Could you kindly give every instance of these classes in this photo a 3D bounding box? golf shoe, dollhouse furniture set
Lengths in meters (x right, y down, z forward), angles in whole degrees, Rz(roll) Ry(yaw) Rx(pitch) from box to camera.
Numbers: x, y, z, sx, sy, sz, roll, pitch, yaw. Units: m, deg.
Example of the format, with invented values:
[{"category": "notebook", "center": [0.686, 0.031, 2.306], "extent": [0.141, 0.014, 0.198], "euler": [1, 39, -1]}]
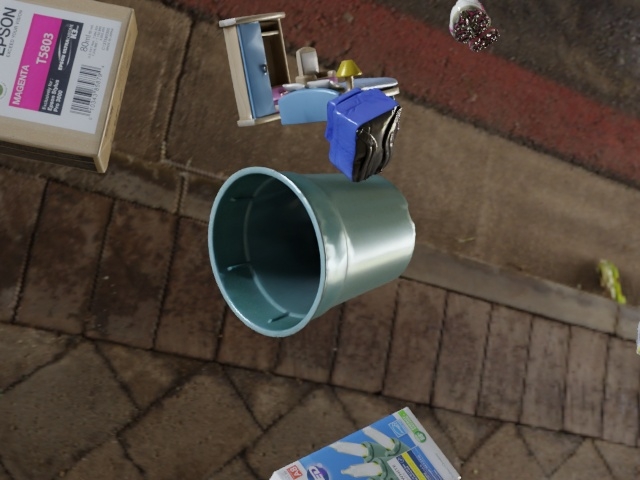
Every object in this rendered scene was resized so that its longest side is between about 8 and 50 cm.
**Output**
[{"category": "golf shoe", "center": [0.250, -0.382, 1.519], "extent": [0.086, 0.067, 0.186], "euler": [62, 17, 10]}, {"category": "dollhouse furniture set", "center": [0.015, -0.335, 1.635], "extent": [0.286, 0.303, 0.198], "euler": [-23, 109, -46]}]

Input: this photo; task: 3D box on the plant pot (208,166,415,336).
[{"category": "plant pot", "center": [0.000, 0.000, 1.856], "extent": [0.334, 0.341, 0.341], "euler": [-12, 88, -45]}]

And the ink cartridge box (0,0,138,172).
[{"category": "ink cartridge box", "center": [-0.382, -0.233, 1.271], "extent": [0.193, 0.088, 0.234], "euler": [10, 76, -6]}]

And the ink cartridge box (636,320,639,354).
[{"category": "ink cartridge box", "center": [0.566, 0.068, 1.012], "extent": [0.304, 0.307, 0.072], "euler": [15, 53, 7]}]

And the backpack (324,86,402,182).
[{"category": "backpack", "center": [0.059, -0.156, 1.299], "extent": [0.098, 0.101, 0.120], "euler": [-27, 140, -25]}]

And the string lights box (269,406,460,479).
[{"category": "string lights box", "center": [0.058, 0.346, 1.241], "extent": [0.260, 0.076, 0.133], "euler": [-16, 57, -40]}]
